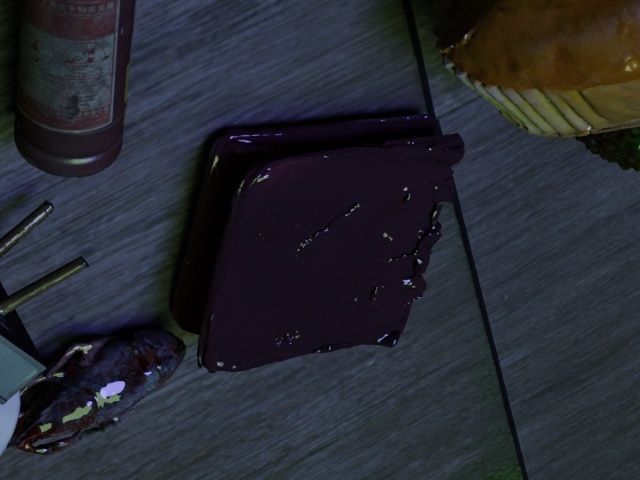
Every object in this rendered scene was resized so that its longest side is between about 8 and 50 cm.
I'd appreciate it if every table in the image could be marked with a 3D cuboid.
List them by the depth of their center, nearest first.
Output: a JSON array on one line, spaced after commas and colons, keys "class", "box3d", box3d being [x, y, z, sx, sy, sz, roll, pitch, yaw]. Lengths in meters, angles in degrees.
[{"class": "table", "box3d": [-0.259, -0.013, 1.151, 0.111, 0.121, 0.240, -41, 139, 4]}]

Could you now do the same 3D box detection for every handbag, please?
[{"class": "handbag", "box3d": [-0.002, -0.002, 1.376, 0.216, 0.074, 0.203, -9, 131, -30]}]

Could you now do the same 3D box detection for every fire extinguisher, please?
[{"class": "fire extinguisher", "box3d": [-0.156, -0.142, 1.100, 0.075, 0.106, 0.252, 17, 136, 3]}]

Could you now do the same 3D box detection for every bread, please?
[{"class": "bread", "box3d": [0.203, -0.179, 1.244, 0.250, 0.179, 0.133, -9, 164, 27]}]

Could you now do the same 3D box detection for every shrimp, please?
[{"class": "shrimp", "box3d": [-0.190, 0.121, 1.359, 0.190, 0.073, 0.075, -34, 96, -18]}]

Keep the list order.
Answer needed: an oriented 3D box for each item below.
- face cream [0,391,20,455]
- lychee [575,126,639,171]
[{"class": "face cream", "box3d": [-0.363, 0.080, 1.179, 0.345, 0.102, 0.102, 22, 112, -46]}, {"class": "lychee", "box3d": [0.268, -0.124, 1.398, 0.171, 0.171, 0.171, -19, 135, -20]}]
